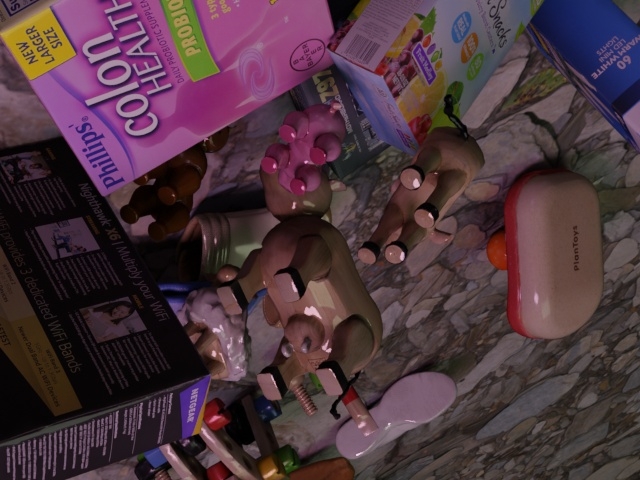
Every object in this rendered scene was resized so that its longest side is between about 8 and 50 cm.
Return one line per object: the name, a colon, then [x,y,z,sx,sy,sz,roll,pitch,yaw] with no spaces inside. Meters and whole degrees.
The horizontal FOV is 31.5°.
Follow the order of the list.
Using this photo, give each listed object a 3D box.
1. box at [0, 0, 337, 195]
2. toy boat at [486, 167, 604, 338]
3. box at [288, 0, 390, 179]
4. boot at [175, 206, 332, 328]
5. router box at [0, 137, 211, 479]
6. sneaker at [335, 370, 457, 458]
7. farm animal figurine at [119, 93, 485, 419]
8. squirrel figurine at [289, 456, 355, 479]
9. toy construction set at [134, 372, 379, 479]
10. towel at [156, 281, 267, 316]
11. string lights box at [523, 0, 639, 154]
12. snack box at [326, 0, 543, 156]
box: [-0.128,-0.188,0.910,0.243,0.117,0.213,-30,148,-7]
toy boat: [0.290,0.018,1.551,0.151,0.151,0.231,-8,97,-36]
box: [0.054,-0.186,1.132,0.183,0.059,0.233,-35,148,-5]
boot: [-0.084,0.035,1.287,0.165,0.077,0.213,-14,142,-27]
router box: [-0.266,0.058,0.928,0.243,0.309,0.081,-15,140,-28]
sneaker: [0.124,0.278,1.813,0.212,0.080,0.094,-30,160,6]
farm animal figurine: [0.000,0.000,1.065,0.172,0.330,0.327,-46,136,-52]
squirrel figurine: [-0.077,0.575,1.894,0.397,0.281,0.370,-17,157,-2]
toy construction set: [-0.059,0.301,1.466,0.309,0.237,0.257,-30,166,-14]
towel: [-0.199,0.131,1.275,0.209,0.034,0.285,0,147,-31]
string lights box: [0.301,-0.182,1.175,0.077,0.260,0.133,-41,147,9]
snack box: [0.111,-0.197,1.020,0.207,0.070,0.174,-56,153,-8]
